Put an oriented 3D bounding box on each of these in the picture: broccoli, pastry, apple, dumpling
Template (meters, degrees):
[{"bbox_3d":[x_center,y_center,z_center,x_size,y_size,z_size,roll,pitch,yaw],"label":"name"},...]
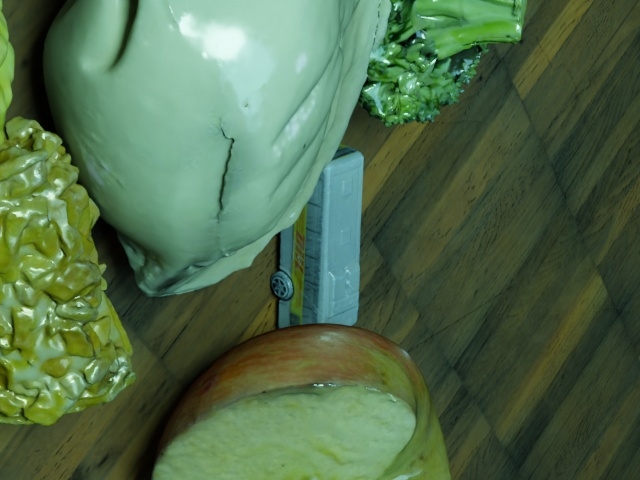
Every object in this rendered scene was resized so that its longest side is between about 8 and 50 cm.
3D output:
[{"bbox_3d":[0.100,-0.222,1.342,0.198,0.176,0.226,42,39,-53],"label":"broccoli"},{"bbox_3d":[-0.233,0.021,1.111,0.154,0.102,0.250,-13,118,3],"label":"pastry"},{"bbox_3d":[-0.015,0.184,1.390,0.251,0.163,0.293,-18,128,8],"label":"apple"},{"bbox_3d":[-0.054,-0.127,1.169,0.315,0.233,0.395,-25,133,-31],"label":"dumpling"}]

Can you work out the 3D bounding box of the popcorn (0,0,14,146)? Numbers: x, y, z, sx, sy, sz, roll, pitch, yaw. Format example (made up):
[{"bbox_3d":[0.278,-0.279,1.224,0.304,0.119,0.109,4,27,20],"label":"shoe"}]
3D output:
[{"bbox_3d":[-0.299,-0.097,0.906,0.225,0.249,0.249,-81,161,-52],"label":"popcorn"}]

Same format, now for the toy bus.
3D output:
[{"bbox_3d":[0.000,0.000,1.408,0.064,0.075,0.191,-22,122,-43],"label":"toy bus"}]
